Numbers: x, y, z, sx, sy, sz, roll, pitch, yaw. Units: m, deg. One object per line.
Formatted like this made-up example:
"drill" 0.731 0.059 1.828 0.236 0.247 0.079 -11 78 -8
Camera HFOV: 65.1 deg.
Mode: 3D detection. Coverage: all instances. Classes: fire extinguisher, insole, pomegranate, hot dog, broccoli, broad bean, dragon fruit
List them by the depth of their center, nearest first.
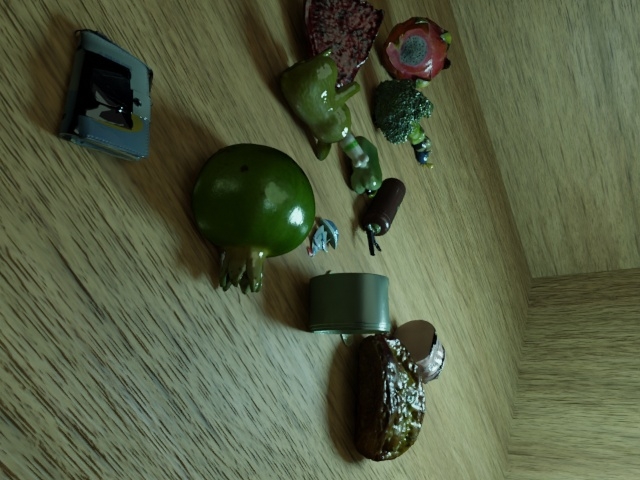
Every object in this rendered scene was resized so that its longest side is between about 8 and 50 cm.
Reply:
"pomegranate" -0.132 -0.055 1.154 0.310 0.216 0.358 31 58 -53
"insole" 0.061 0.214 1.562 0.081 0.011 0.247 -33 110 -55
"hot dog" 0.209 0.483 1.568 0.267 0.174 0.387 25 62 -49
"dragon fruit" 0.018 -0.624 1.649 0.286 0.228 0.329 16 87 -21
"broad bean" 0.161 -0.260 1.760 0.169 0.100 0.227 8 74 -63
"fire extinguisher" 0.223 -0.082 1.800 0.138 0.102 0.344 62 37 -29
"broccoli" 0.354 -0.478 2.042 0.361 0.221 0.252 38 16 -46
"dragon fruit" 0.392 -0.773 2.059 0.189 0.291 0.290 -78 146 -62

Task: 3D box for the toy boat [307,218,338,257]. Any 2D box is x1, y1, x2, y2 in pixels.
"toy boat" 0.001 -0.012 1.525 0.149 0.034 0.105 -15 97 -44

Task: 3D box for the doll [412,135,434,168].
"doll" 0.468 -0.415 2.274 0.089 0.102 0.179 -32 116 -13

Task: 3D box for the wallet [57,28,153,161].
"wallet" -0.393 -0.272 0.953 0.170 0.069 0.230 19 65 -48

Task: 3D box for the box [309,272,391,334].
"box" 0.081 0.183 1.406 0.226 0.226 0.149 19 66 -53

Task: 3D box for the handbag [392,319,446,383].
"handbag" 0.353 0.398 1.813 0.116 0.179 0.205 64 37 -35

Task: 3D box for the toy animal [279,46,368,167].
"toy animal" 0.021 -0.390 1.515 0.363 0.181 0.180 51 53 -34
